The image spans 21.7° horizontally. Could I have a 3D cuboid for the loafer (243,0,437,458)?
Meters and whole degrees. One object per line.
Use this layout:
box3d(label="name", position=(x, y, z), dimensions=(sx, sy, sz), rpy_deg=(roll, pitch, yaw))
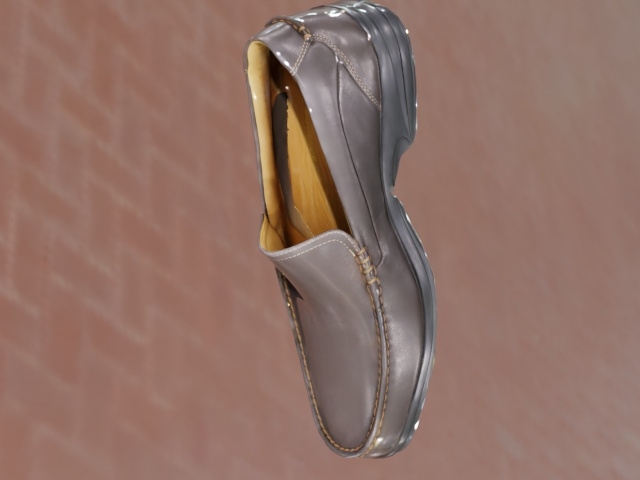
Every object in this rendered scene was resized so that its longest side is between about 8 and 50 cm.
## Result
box3d(label="loafer", position=(0.000, 0.000, 0.603), dimensions=(0.061, 0.062, 0.170), rpy_deg=(-14, 99, -46))
